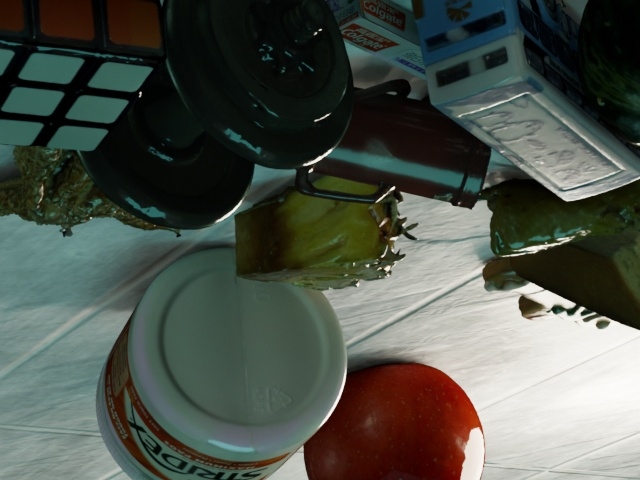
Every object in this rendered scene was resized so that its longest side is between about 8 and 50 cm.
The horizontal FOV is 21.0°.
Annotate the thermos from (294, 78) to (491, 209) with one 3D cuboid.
[{"bbox_3d":[0.039,-0.093,1.615,0.232,0.124,0.099,11,164,-6],"label":"thermos"}]

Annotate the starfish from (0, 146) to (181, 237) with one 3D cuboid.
[{"bbox_3d":[-0.217,-0.059,1.681,0.302,0.084,0.293,10,154,-27],"label":"starfish"}]

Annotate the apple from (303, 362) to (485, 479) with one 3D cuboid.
[{"bbox_3d":[0.102,0.296,2.466,0.260,0.216,0.260,-6,159,-2],"label":"apple"}]

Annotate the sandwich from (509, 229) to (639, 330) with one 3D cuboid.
[{"bbox_3d":[0.317,0.027,1.952,0.094,0.096,0.258,-22,-149,-32],"label":"sandwich"}]

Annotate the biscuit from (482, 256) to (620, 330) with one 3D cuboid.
[{"bbox_3d":[0.340,0.064,2.202,0.197,0.049,0.301,-15,158,23],"label":"biscuit"}]

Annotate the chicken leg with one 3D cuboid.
[{"bbox_3d":[0.362,-0.040,1.833,0.429,0.152,0.201,-7,176,20],"label":"chicken leg"}]

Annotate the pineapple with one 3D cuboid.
[{"bbox_3d":[0.000,0.000,1.855,0.186,0.114,0.236,2,159,-22],"label":"pineapple"}]

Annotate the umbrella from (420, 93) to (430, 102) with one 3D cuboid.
[{"bbox_3d":[0.099,-0.111,1.718,0.036,0.031,0.133,2,155,-20],"label":"umbrella"}]

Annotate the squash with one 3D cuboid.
[{"bbox_3d":[0.318,-0.167,1.450,0.218,0.172,0.218,-16,150,-10],"label":"squash"}]

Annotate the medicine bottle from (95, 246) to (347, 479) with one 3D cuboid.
[{"bbox_3d":[-0.119,0.161,2.021,0.253,0.252,0.241,0,157,-18],"label":"medicine bottle"}]

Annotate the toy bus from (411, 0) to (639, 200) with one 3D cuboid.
[{"bbox_3d":[0.193,-0.140,1.541,0.106,0.131,0.297,-18,154,27],"label":"toy bus"}]

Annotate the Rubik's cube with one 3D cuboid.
[{"bbox_3d":[-0.221,-0.174,1.291,0.163,0.160,0.162,3,156,-25],"label":"Rubik's cube"}]

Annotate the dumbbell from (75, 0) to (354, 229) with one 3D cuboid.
[{"bbox_3d":[-0.092,-0.120,1.428,0.192,0.192,0.290,12,151,-39],"label":"dumbbell"}]

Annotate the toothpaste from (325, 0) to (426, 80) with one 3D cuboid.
[{"bbox_3d":[0.078,-0.175,1.544,0.047,0.040,0.196,-26,151,33],"label":"toothpaste"}]
